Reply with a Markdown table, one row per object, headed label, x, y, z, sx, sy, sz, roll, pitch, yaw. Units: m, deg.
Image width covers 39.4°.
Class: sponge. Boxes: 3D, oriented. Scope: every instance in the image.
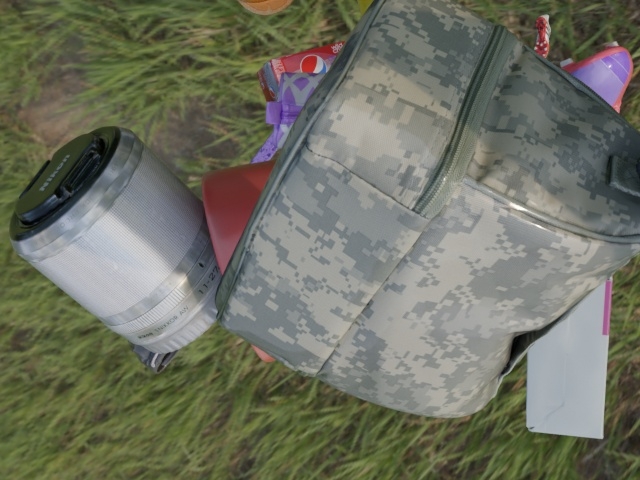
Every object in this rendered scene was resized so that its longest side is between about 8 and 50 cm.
| label | x | y | z | sx | sy | sz | roll | pitch | yaw |
| --- | --- | --- | --- | --- | --- | --- | --- | --- | --- |
| sponge | -0.072 | -0.217 | 1.757 | 0.031 | 0.117 | 0.210 | 38 | 115 | -5 |

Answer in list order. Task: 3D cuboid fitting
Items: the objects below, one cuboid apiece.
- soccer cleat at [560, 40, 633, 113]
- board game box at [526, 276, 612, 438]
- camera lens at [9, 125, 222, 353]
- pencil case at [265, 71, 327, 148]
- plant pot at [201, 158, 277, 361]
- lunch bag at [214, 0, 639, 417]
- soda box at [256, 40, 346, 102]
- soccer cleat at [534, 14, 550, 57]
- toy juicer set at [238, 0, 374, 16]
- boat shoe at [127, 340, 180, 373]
| label | x | y | z | sx | sy | sz | roll | pitch | yaw |
| --- | --- | --- | --- | --- | --- | --- | --- | --- | --- |
| soccer cleat | 0.259 | -0.113 | 0.888 | 0.248 | 0.083 | 0.095 | 98 | 152 | -76 |
| board game box | 0.320 | 0.067 | 1.140 | 0.097 | 0.303 | 0.224 | 3 | 117 | 15 |
| camera lens | -0.264 | -0.002 | 1.226 | 0.219 | 0.219 | 0.274 | -17 | 129 | 37 |
| pencil case | 0.050 | -0.125 | 0.910 | 0.206 | 0.088 | 0.086 | 3 | 112 | 1 |
| plant pot | 0.000 | 0.000 | 1.192 | 0.243 | 0.275 | 0.275 | -18 | 97 | 3 |
| lunch bag | 0.087 | -0.005 | 0.690 | 0.256 | 0.213 | 0.305 | 30 | 138 | -1 |
| soda box | 0.004 | -0.363 | 1.904 | 0.092 | 0.263 | 0.084 | -20 | 89 | 67 |
| soccer cleat | 0.421 | -0.385 | 1.684 | 0.029 | 0.035 | 0.083 | 14 | 129 | 37 |
| toy juicer set | 0.016 | -0.262 | 0.596 | 0.329 | 0.209 | 0.090 | 124 | 144 | -67 |
| boat shoe | -0.213 | 0.127 | 1.565 | 0.335 | 0.112 | 0.096 | -35 | 84 | 33 |
